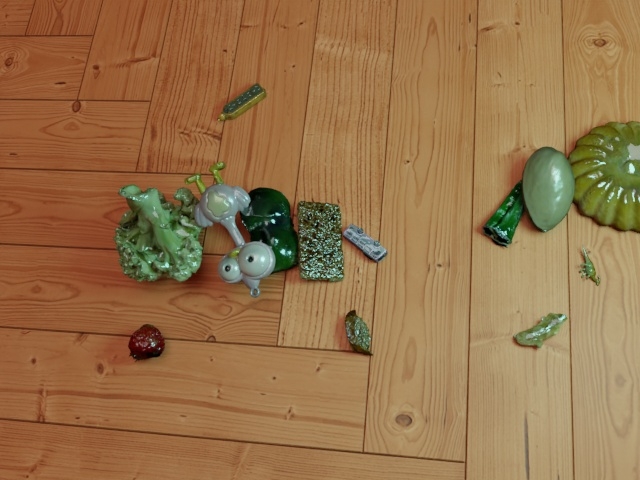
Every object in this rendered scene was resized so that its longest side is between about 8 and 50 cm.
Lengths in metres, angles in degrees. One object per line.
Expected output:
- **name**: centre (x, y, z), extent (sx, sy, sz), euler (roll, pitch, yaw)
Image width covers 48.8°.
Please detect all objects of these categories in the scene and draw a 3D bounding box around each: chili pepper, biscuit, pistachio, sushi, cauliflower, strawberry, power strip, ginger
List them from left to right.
- **strawberry**: centre (-0.464, 0.270, 1.878), extent (0.106, 0.106, 0.106), euler (-3, 68, 7)
- **cauliflower**: centre (-0.422, -0.034, 1.905), extent (0.260, 0.281, 0.327), euler (-18, 56, -38)
- **power strip**: centre (-0.243, -0.418, 2.155), extent (0.178, 0.028, 0.049), euler (-37, 69, -6)
- **chili pepper**: centre (-0.139, -0.041, 1.943), extent (0.148, 0.116, 0.264), euler (-10, 68, 1)
- **biscuit**: centre (0.000, 0.000, 1.931), extent (0.131, 0.025, 0.231), euler (3, 67, -16)
- **sushi**: centre (0.101, 0.244, 1.833), extent (0.055, 0.052, 0.120), euler (-21, 64, 16)
- **chili pepper**: centre (0.529, -0.091, 1.903), extent (0.088, 0.059, 0.227), euler (38, 71, 2)
- **ginger**: centre (0.558, 0.228, 1.777), extent (0.137, 0.044, 0.057), euler (-31, 97, 2)
- **pistachio**: centre (0.599, -0.134, 1.857), extent (0.136, 0.136, 0.226), euler (3, 92, 10)
- **biscuit**: centre (0.819, -0.178, 1.869), extent (0.326, 0.107, 0.326), euler (-2, 70, 4)

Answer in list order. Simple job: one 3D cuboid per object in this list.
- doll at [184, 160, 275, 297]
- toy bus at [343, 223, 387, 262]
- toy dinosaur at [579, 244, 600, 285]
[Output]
- **doll**: centre (-0.232, -0.021, 1.858), extent (0.160, 0.094, 0.365), euler (-24, 82, 5)
- **toy bus**: centre (0.122, 0.008, 1.928), extent (0.131, 0.037, 0.052), euler (39, 81, 21)
- **toy dinosaur**: centre (0.689, 0.067, 1.826), extent (0.041, 0.026, 0.113), euler (-21, 76, -7)
